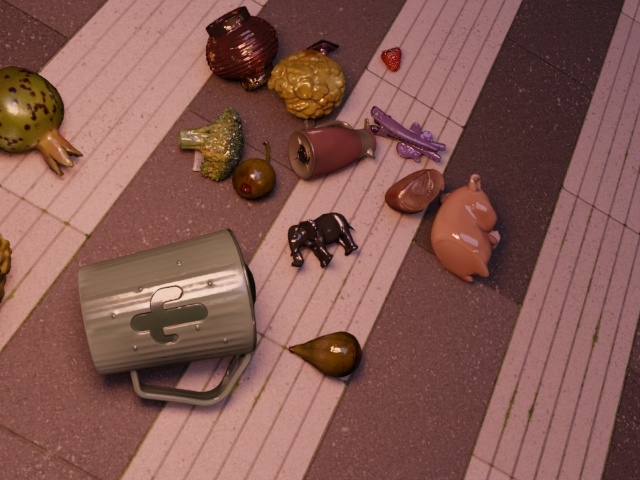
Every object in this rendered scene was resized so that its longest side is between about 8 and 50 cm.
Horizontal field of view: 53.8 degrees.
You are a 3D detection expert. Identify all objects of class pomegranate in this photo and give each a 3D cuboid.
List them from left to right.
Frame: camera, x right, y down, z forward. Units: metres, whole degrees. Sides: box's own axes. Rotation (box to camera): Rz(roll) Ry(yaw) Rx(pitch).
[{"bbox_3d":[-0.760,-0.322,1.666,0.286,0.231,0.231,35,58,-34],"label":"pomegranate"}]

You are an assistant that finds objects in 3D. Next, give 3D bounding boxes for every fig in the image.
[{"bbox_3d":[-0.181,-0.214,1.857,0.124,0.124,0.236,23,40,-7],"label":"fig"},{"bbox_3d":[0.018,0.315,1.693,0.185,0.133,0.126,-22,91,15],"label":"fig"}]

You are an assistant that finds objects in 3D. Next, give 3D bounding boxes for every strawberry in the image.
[{"bbox_3d":[0.247,-0.625,2.173,0.073,0.073,0.083,-23,113,-24],"label":"strawberry"}]

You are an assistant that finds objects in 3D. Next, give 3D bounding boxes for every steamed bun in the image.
[{"bbox_3d":[0.289,-0.149,1.939,0.175,0.145,0.106,-35,101,-14],"label":"steamed bun"}]

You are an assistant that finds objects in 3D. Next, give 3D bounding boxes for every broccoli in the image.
[{"bbox_3d":[-0.313,-0.281,1.805,0.194,0.194,0.219,0,98,-17],"label":"broccoli"}]

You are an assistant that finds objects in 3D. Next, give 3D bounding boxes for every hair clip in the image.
[{"bbox_3d":[0.273,-0.346,2.053,0.278,0.090,0.137,31,65,-8],"label":"hair clip"}]

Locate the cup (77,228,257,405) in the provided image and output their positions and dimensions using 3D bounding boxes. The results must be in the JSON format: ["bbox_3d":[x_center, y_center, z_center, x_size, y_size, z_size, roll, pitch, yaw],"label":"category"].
[{"bbox_3d":[-0.346,0.194,1.515,0.392,0.310,0.401,-11,70,-16],"label":"cup"}]

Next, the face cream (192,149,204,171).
[{"bbox_3d":[-0.355,-0.253,1.849,0.038,0.020,0.115,4,68,-20],"label":"face cream"}]

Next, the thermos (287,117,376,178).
[{"bbox_3d":[0.041,-0.293,1.930,0.265,0.146,0.176,-18,62,-32],"label":"thermos"}]

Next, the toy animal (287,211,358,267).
[{"bbox_3d":[-0.004,0.003,1.814,0.245,0.114,0.146,-24,83,-46],"label":"toy animal"}]

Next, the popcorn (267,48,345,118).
[{"bbox_3d":[-0.039,-0.484,1.925,0.235,0.181,0.216,7,56,0],"label":"popcorn"}]

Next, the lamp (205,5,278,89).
[{"bbox_3d":[-0.234,-0.577,1.913,0.247,0.247,0.247,6,67,-15],"label":"lamp"}]

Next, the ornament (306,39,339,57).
[{"bbox_3d":[0.025,-0.544,2.067,0.081,0.088,0.203,-7,82,-45],"label":"ornament"}]

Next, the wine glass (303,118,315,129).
[{"bbox_3d":[-0.039,-0.366,1.986,0.042,0.039,0.083,12,68,-25],"label":"wine glass"}]

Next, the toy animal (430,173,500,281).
[{"bbox_3d":[0.451,-0.038,1.918,0.213,0.195,0.256,35,60,-10],"label":"toy animal"}]

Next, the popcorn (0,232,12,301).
[{"bbox_3d":[-0.846,0.080,1.440,0.237,0.293,0.293,20,64,-16],"label":"popcorn"}]
